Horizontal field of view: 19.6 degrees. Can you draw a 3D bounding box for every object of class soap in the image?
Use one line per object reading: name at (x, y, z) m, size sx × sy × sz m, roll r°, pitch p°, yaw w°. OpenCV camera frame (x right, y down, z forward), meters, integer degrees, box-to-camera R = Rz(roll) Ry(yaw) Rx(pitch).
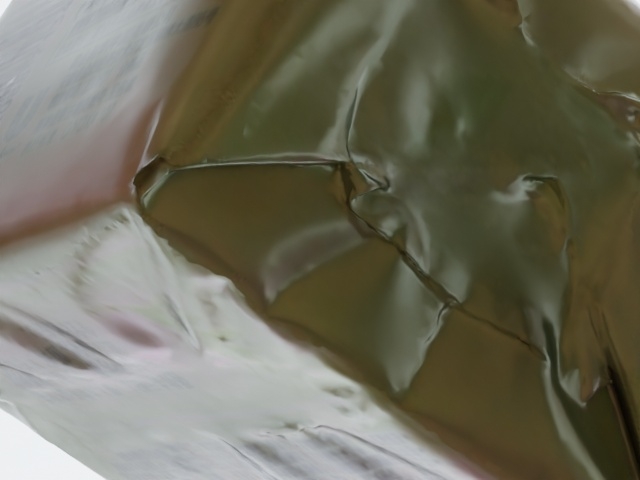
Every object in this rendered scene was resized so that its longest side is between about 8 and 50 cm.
soap at (0.000, 0.000, 0.512) m, size 0.199 × 0.182 × 0.138 m, roll -14°, pitch -136°, yaw 54°
